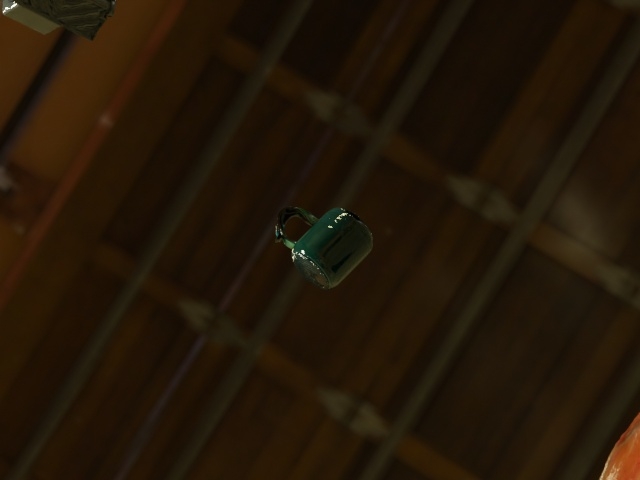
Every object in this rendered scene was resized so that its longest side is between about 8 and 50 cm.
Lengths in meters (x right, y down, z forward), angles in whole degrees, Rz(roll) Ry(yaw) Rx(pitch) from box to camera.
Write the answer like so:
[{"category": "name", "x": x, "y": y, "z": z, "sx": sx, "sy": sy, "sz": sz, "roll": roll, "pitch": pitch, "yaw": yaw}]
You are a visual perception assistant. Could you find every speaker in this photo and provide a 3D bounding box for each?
[{"category": "speaker", "x": 0.000, "y": 0.002, "z": 1.962, "sx": 0.075, "sy": 0.094, "sz": 0.060, "roll": -44, "pitch": -43, "yaw": -22}]

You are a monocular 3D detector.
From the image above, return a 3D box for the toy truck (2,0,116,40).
[{"category": "toy truck", "x": -0.190, "y": -0.236, "z": 1.376, "sx": 0.083, "sy": 0.092, "sz": 0.192, "roll": 25, "pitch": -125, "yaw": -44}]

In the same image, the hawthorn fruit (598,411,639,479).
[{"category": "hawthorn fruit", "x": 0.160, "y": 0.107, "z": 0.742, "sx": 0.128, "sy": 0.128, "sz": 0.128, "roll": -55, "pitch": -11, "yaw": -17}]
